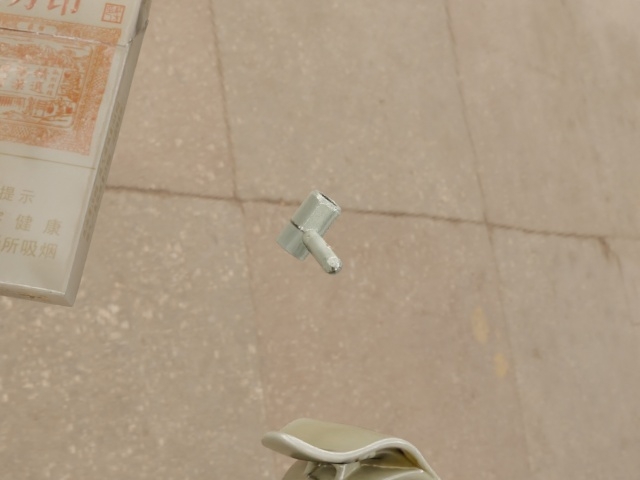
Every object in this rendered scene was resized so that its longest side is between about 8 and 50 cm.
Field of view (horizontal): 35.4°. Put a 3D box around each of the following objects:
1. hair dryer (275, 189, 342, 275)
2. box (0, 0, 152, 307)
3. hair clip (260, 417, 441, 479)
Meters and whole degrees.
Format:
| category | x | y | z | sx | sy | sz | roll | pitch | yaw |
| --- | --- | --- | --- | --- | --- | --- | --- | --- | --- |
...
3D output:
| category | x | y | z | sx | sy | sz | roll | pitch | yaw |
| --- | --- | --- | --- | --- | --- | --- | --- | --- | --- |
| hair dryer | 0.000 | 0.000 | 1.213 | 0.047 | 0.082 | 0.137 | 32 | 11 | -31 |
| box | -0.309 | -0.125 | 1.024 | 0.051 | 0.205 | 0.365 | 87 | 13 | -71 |
| hair clip | 0.027 | 0.286 | 1.307 | 0.282 | 0.173 | 0.113 | 1 | 93 | -52 |
